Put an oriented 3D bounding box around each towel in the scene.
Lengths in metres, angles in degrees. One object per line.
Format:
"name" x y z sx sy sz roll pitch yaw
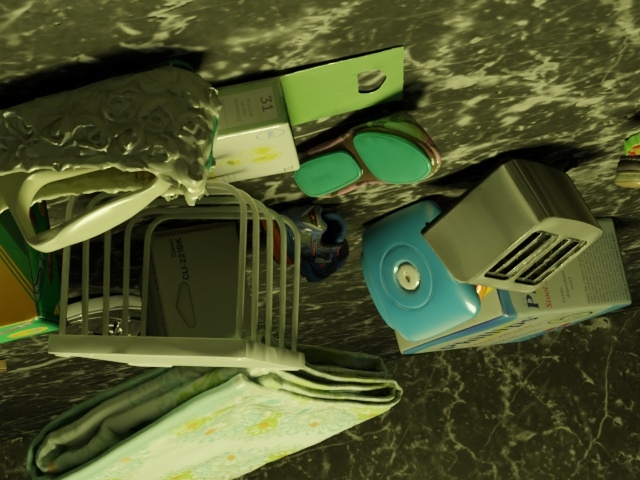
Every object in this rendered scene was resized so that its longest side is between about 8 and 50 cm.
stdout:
"towel" -0.125 0.224 1.865 0.374 0.090 0.320 -27 155 28

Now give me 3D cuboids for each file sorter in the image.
"file sorter" -0.135 0.041 1.541 0.193 0.173 0.278 0 174 11

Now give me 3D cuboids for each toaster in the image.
"toaster" 0.249 -0.020 1.914 0.186 0.110 0.168 -42 152 24

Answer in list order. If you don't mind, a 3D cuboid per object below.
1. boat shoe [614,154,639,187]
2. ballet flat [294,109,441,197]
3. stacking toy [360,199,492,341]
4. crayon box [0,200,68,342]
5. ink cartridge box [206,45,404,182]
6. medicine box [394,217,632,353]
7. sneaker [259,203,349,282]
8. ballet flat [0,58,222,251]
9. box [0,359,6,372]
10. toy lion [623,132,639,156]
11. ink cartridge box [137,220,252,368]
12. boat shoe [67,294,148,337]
"boat shoe" 0.475 -0.118 1.822 0.285 0.092 0.103 -10 -172 -21
"ballet flat" 0.058 -0.095 1.579 0.079 0.077 0.221 -44 -162 -33
"stacking toy" 0.215 0.014 2.130 0.302 0.175 0.166 -20 175 -44
"crayon box" -0.400 0.033 1.484 0.279 0.165 0.081 -14 168 10
"ink cartridge box" -0.031 -0.112 1.441 0.235 0.056 0.171 -10 168 1
"medicine box" 0.297 0.074 2.423 0.289 0.149 0.263 -4 166 -37
"sneaker" 0.000 0.000 1.951 0.087 0.083 0.221 -21 169 15
"ballet flat" -0.279 -0.049 1.303 0.409 0.147 0.147 -13 168 12
"box" -0.657 0.232 2.548 0.164 0.021 0.201 -21 166 39
"toy lion" 0.436 -0.123 1.919 0.100 0.034 0.096 -14 161 11
"ink cartridge box" -0.162 0.106 1.992 0.114 0.197 0.273 -10 168 -12
"boat shoe" -0.297 0.127 2.265 0.080 0.076 0.228 -18 167 28
